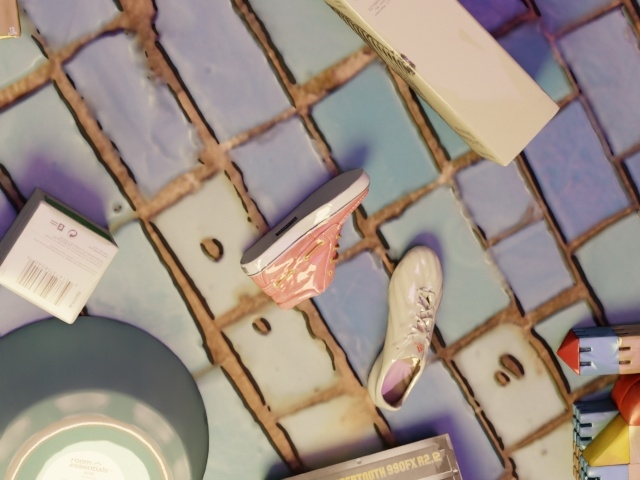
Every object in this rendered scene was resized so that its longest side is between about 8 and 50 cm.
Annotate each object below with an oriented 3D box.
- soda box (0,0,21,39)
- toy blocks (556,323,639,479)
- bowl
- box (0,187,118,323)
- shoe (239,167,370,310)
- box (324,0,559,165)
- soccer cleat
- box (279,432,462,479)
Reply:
[{"bbox_3d":[-0.403,-0.228,1.559,0.181,0.061,0.058,-9,103,-13],"label":"soda box"},{"bbox_3d":[0.423,0.250,1.838,0.261,0.191,0.381,-4,102,-2],"label":"toy blocks"},{"bbox_3d":[-0.259,0.253,1.649,0.311,0.163,0.311,-3,103,-15],"label":"bowl"},{"bbox_3d":[-0.287,0.016,1.628,0.101,0.087,0.102,32,92,-19],"label":"box"},{"bbox_3d":[0.000,0.000,1.716,0.178,0.063,0.081,-39,110,2],"label":"shoe"},{"bbox_3d":[0.130,-0.211,1.678,0.275,0.113,0.094,43,89,-18],"label":"box"},{"bbox_3d":[0.105,0.104,1.756,0.068,0.076,0.196,13,98,-17],"label":"soccer cleat"},{"bbox_3d":[0.064,0.343,1.770,0.231,0.056,0.183,-15,78,-11],"label":"box"}]
